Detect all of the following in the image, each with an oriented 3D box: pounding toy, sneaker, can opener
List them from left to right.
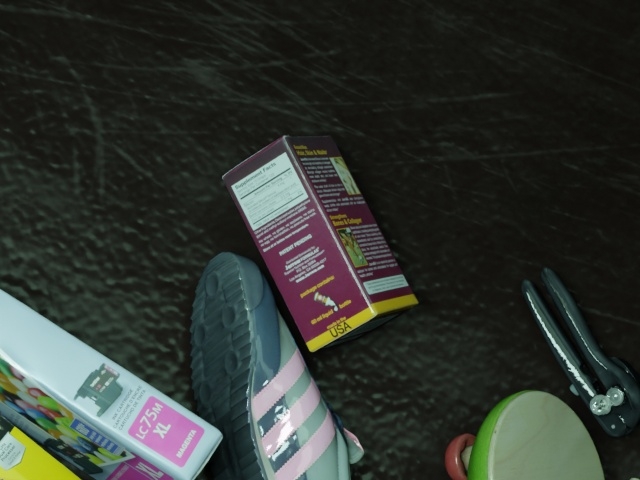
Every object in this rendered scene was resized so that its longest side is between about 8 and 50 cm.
[{"bbox_3d":[-0.032,0.165,1.703,0.131,0.112,0.319,-2,74,-36],"label":"sneaker"},{"bbox_3d":[0.189,0.252,1.747,0.237,0.110,0.183,42,49,-33],"label":"pounding toy"},{"bbox_3d":[0.257,0.112,1.833,0.059,0.073,0.186,-39,82,14],"label":"can opener"}]

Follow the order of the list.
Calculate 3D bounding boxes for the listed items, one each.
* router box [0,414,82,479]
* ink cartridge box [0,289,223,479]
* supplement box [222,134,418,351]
[{"bbox_3d":[-0.287,0.261,1.609,0.133,0.046,0.179,38,66,-2],"label":"router box"},{"bbox_3d":[-0.244,0.119,1.593,0.311,0.186,0.065,35,68,-3],"label":"ink cartridge box"},{"bbox_3d":[0.000,0.000,1.743,0.188,0.081,0.104,63,24,9],"label":"supplement box"}]
